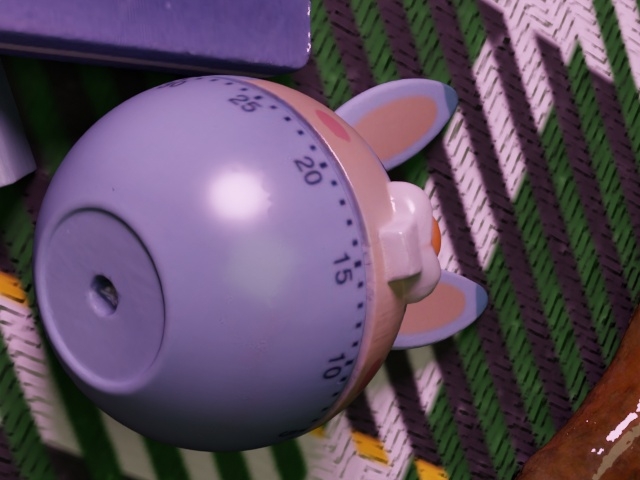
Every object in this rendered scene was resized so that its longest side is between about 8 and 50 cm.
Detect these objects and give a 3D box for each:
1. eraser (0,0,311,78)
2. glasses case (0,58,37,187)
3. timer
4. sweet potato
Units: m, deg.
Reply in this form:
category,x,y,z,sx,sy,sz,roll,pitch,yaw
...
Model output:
category,x,y,z,sx,sy,sz,roll,pitch,yaw
eraser,-0.095,-0.117,0.545,0.225,0.036,0.082,-1,85,-46
glasses case,-0.199,-0.140,0.520,0.105,0.056,0.266,-21,100,-25
timer,0.003,0.002,0.564,0.255,0.175,0.175,-10,95,-27
sweet potato,0.195,0.055,0.711,0.075,0.075,0.273,38,80,-22
